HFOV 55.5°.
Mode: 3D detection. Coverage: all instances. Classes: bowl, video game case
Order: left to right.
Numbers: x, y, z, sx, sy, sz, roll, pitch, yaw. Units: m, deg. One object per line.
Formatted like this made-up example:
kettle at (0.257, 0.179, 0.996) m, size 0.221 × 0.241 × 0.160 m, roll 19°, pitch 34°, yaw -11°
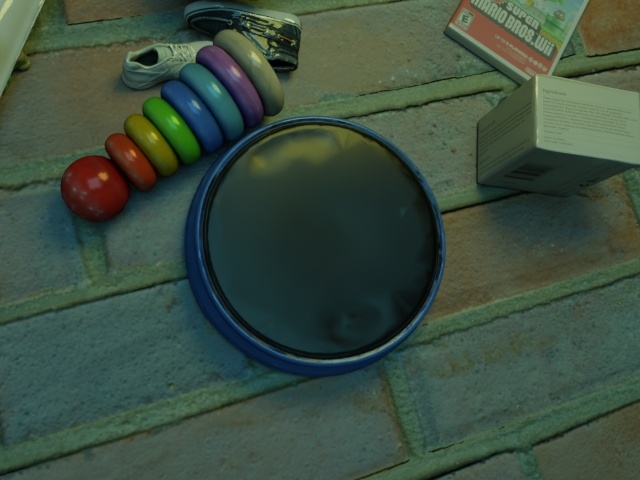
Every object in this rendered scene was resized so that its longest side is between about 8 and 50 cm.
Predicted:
bowl at (0.000, 0.000, 0.892) m, size 0.391 × 0.077 × 0.391 m, roll 3°, pitch 77°, yaw -13°
video game case at (0.369, -0.427, 1.098) m, size 0.204 × 0.025 × 0.285 m, roll 32°, pitch 73°, yaw -5°

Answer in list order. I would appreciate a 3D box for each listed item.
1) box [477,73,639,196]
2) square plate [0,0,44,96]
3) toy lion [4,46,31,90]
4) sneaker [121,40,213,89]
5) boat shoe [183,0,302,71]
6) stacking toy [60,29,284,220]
box at (0.368, -0.157, 0.958) m, size 0.181 × 0.181 × 0.119 m, roll 6°, pitch 77°, yaw -12°
square plate at (-0.579, -0.293, 0.806) m, size 0.347 × 0.049 × 0.344 m, roll 18°, pitch 77°, yaw -3°
toy lion at (-0.471, -0.255, 0.858) m, size 0.096 × 0.034 × 0.100 m, roll -37°, pitch 89°, yaw -10°
sneaker at (-0.219, -0.267, 0.903) m, size 0.152 × 0.061 × 0.054 m, roll -22°, pitch 82°, yaw -18°
boat shoe at (-0.118, -0.311, 0.934) m, size 0.183 × 0.065 × 0.083 m, roll 3°, pitch 79°, yaw -13°
stacking toy at (-0.214, -0.146, 0.855) m, size 0.330 × 0.141 × 0.141 m, roll -41°, pitch 90°, yaw -11°
